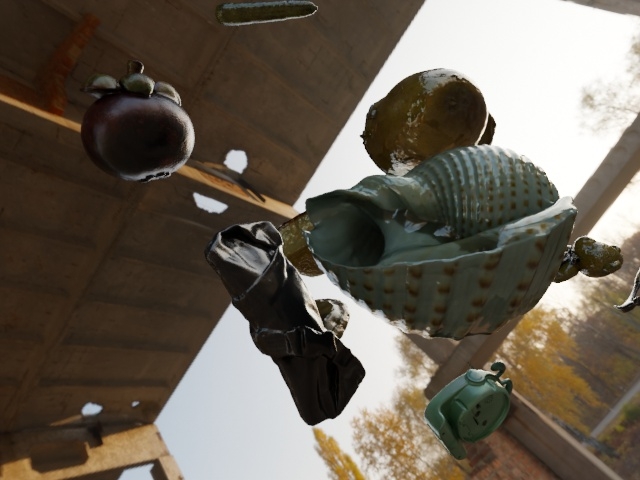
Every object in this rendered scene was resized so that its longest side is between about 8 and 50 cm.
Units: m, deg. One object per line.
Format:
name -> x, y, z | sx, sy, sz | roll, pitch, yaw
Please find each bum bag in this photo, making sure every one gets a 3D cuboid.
bum bag -> -0.035, 0.087, 0.495 | 0.060, 0.248, 0.123 | -39, -3, 30

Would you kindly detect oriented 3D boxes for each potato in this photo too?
potato -> 0.317, -0.273, 1.039 | 0.396, 0.296, 0.290 | 4, -93, -19

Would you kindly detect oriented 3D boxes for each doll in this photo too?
doll -> 0.575, 0.038, 0.995 | 0.137, 0.209, 0.097 | -39, -65, -46

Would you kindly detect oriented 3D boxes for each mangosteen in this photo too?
mangosteen -> -0.307, -0.198, 0.722 | 0.199, 0.200, 0.200 | -28, -40, -27

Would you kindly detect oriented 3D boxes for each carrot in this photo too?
carrot -> -0.187, -0.786, 1.477 | 0.358, 0.074, 0.074 | 1, -43, 8

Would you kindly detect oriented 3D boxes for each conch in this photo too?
conch -> 0.151, 0.015, 0.549 | 0.319, 0.303, 0.215 | -14, -67, 14

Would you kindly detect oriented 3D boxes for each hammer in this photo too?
hammer -> 0.739, 0.097, 0.995 | 0.201, 0.021, 0.078 | -41, -16, -29

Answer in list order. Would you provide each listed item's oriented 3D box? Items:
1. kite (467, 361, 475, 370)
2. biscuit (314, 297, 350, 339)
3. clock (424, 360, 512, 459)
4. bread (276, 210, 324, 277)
kite -> 0.516, 0.454, 1.410 | 0.137, 0.152, 0.005 | -30, 15, 44
biscuit -> -0.050, 0.314, 1.657 | 0.334, 0.329, 0.078 | -15, -75, 4
clock -> 0.292, 0.314, 0.810 | 0.188, 0.060, 0.148 | -40, -57, -5
bread -> 0.000, 0.000, 1.568 | 0.323, 0.143, 0.333 | -30, -25, 18
